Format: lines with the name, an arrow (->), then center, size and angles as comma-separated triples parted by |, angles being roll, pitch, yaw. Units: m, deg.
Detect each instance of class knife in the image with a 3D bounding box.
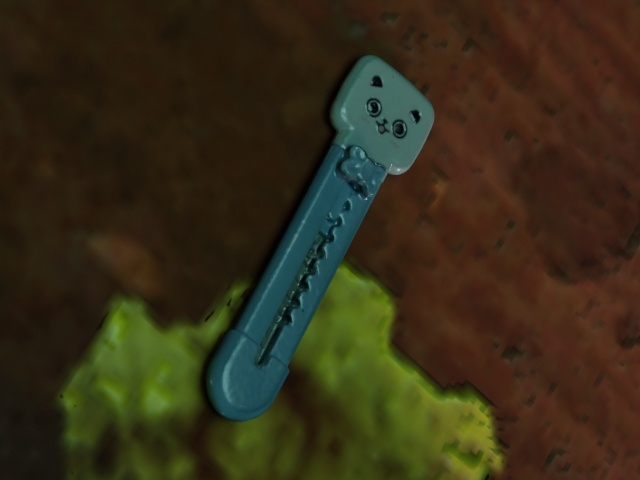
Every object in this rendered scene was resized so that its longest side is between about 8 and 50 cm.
knife -> 0.000, 0.000, 0.461 | 0.027, 0.010, 0.096 | 39, 67, -26
